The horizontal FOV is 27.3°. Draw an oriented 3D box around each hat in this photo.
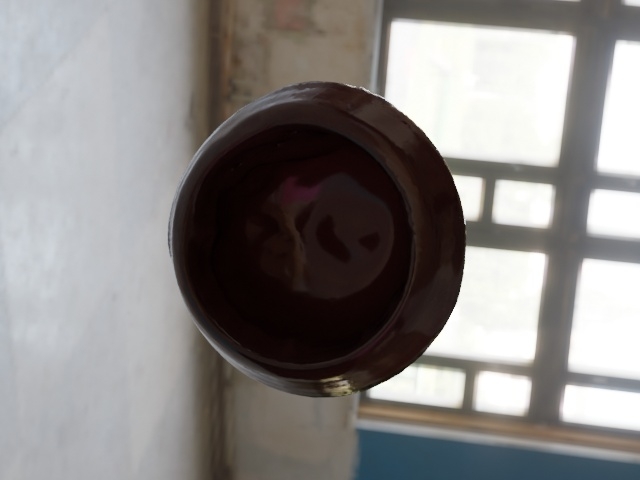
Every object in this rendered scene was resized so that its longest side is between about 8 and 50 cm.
[{"bbox_3d":[0.000,0.000,0.843,0.089,0.205,0.205,-22,118,-68],"label":"hat"}]
